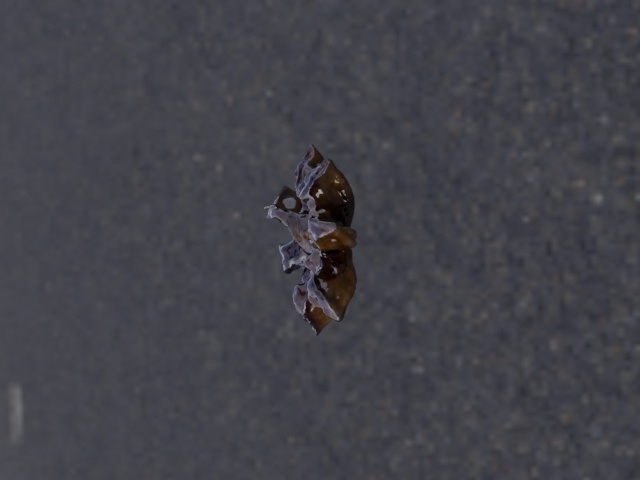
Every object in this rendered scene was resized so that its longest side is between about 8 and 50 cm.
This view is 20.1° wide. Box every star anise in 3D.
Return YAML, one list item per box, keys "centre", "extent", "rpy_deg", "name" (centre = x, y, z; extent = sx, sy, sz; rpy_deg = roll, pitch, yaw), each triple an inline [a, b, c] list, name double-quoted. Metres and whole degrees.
- centre: [0.000, 0.000, 1.547]
  extent: [0.168, 0.057, 0.167]
  rpy_deg: [172, 90, -68]
  name: "star anise"
